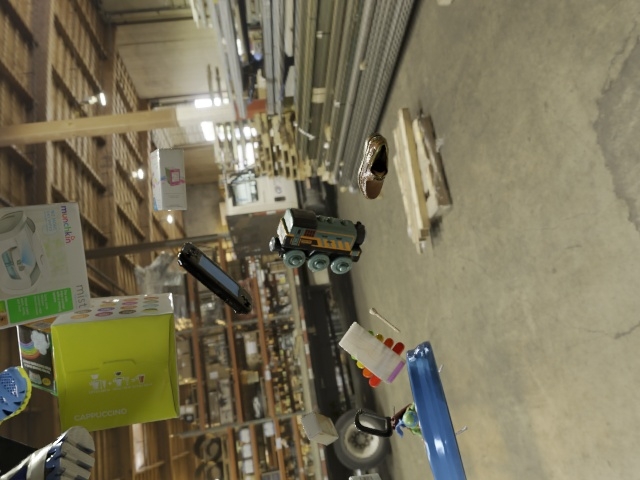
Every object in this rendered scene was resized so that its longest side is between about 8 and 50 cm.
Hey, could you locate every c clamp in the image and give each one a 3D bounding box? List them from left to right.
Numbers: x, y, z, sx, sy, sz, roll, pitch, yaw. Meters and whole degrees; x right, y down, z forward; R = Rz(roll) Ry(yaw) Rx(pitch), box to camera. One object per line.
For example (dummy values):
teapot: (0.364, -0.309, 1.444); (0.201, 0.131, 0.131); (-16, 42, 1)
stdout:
c clamp: (0.190, 0.624, 1.674); (0.137, 0.160, 0.022); (-92, 17, -58)

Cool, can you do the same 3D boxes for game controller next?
game controller: (-0.357, 0.130, 1.668); (0.319, 0.067, 0.166); (44, -164, -17)

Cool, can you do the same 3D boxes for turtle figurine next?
turtle figurine: (0.400, 0.605, 1.663); (0.198, 0.274, 0.266); (47, 180, 29)

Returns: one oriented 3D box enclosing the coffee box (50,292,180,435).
coffee box: (-0.638, 0.374, 1.559); (0.334, 0.337, 0.338); (-163, 71, -71)

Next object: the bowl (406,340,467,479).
bowl: (0.309, 0.471, 1.298); (0.391, 0.077, 0.391); (-15, -90, -80)

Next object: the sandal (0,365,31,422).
sandal: (-1.018, 0.514, 1.478); (0.126, 0.317, 0.138); (45, -171, 18)

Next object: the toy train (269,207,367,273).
toy train: (0.000, 0.000, 1.638); (0.142, 0.333, 0.190); (-110, 35, -50)

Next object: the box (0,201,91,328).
box: (-0.680, 0.050, 1.115); (0.126, 0.231, 0.262); (3, 100, 46)

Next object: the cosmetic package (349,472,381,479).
cosmetic package: (0.164, 0.989, 1.784); (0.085, 0.117, 0.231); (-135, 45, -72)

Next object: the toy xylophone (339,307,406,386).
toy xylophone: (0.215, 0.420, 1.946); (0.081, 0.236, 0.322); (41, -178, -40)

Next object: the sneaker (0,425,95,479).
sneaker: (-0.599, 0.566, 1.009); (0.315, 0.182, 0.127); (-102, -15, -52)

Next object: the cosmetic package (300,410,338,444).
cosmetic package: (-0.001, 0.482, 1.239); (0.060, 0.041, 0.115); (60, -173, 36)

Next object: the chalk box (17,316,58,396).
chalk box: (-0.930, 0.416, 1.722); (0.179, 0.180, 0.289); (-24, -61, -61)

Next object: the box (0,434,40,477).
box: (-0.925, 0.765, 1.346); (0.294, 0.212, 0.395); (-69, -3, -46)

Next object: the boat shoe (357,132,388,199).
boat shoe: (0.228, -0.295, 2.047); (0.104, 0.110, 0.307); (-120, 22, -50)

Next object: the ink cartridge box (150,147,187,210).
ink cartridge box: (-0.309, -0.123, 0.980); (0.088, 0.052, 0.123); (5, 97, 60)
